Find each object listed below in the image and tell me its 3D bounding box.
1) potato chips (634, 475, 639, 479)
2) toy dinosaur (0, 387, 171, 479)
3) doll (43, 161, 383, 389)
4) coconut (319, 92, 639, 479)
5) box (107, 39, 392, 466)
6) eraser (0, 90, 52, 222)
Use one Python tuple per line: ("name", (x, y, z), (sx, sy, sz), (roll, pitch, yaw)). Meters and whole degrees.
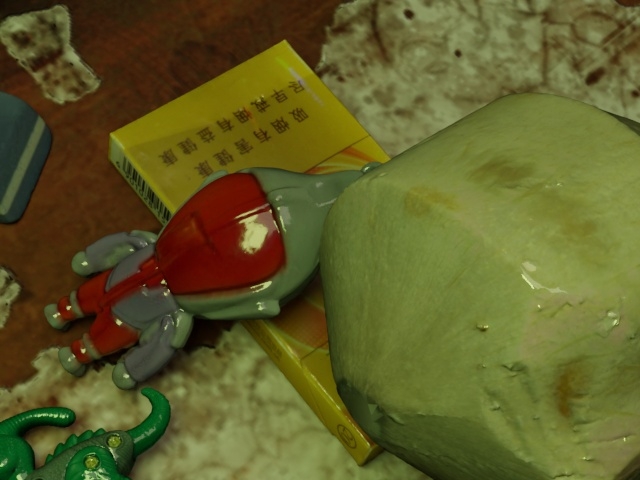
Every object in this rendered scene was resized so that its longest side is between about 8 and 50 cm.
("potato chips", (0.280, 0.229, 0.832), (0.429, 0.070, 0.358), (-30, 75, -25))
("toy dinosaur", (-0.140, 0.129, 0.790), (0.132, 0.059, 0.096), (-32, 66, -20))
("doll", (-0.060, 0.010, 0.824), (0.227, 0.075, 0.102), (-29, 67, 7))
("coconut", (0.109, 0.044, 0.758), (0.241, 0.241, 0.241), (7, 58, -11))
("box", (0.000, 0.000, 0.906), (0.152, 0.043, 0.269), (-32, 72, -24))
("eraser", (-0.288, -0.081, 0.886), (0.225, 0.036, 0.082), (17, 57, -4))
